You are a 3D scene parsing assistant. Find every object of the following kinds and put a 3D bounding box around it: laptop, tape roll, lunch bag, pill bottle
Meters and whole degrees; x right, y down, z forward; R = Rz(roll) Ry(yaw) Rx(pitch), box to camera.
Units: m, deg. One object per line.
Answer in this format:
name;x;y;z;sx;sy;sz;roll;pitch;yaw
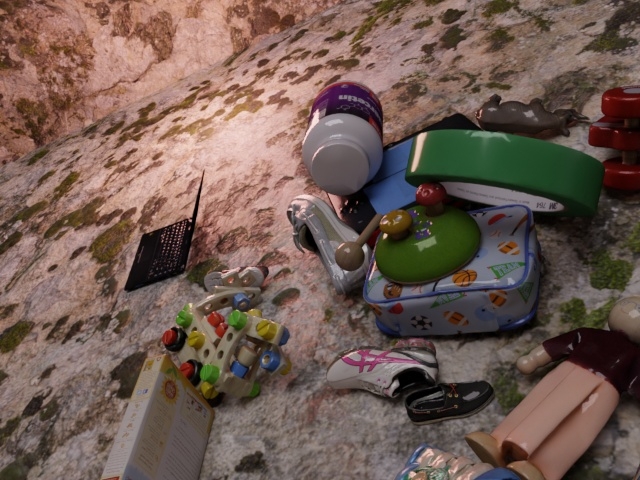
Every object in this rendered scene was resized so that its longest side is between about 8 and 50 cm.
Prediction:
laptop;-0.392;-0.029;1.520;0.264;0.136;0.234;-19;35;12
tape roll;0.309;-0.110;1.032;0.321;0.321;0.077;12;90;42
lunch bag;0.236;0.046;1.041;0.303;0.115;0.243;-8;37;27
pill bottle;0.055;-0.236;1.386;0.181;0.181;0.323;-16;31;15

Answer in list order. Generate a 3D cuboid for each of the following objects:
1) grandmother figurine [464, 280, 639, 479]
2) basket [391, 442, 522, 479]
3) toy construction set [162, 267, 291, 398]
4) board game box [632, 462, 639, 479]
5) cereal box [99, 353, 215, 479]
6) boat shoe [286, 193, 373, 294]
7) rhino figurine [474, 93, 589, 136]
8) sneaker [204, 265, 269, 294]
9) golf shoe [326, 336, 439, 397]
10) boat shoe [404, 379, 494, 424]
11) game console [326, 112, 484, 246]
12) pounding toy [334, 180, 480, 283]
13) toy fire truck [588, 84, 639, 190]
grandmother figurine;0.360;0.185;0.794;0.342;0.104;0.208;-42;46;-17
basket;0.148;0.363;0.608;0.255;0.201;0.289;-39;27;-18
toy construction set;-0.174;0.166;1.116;0.215;0.151;0.327;-52;27;6
board game box;0.467;0.232;0.559;0.275;0.142;0.144;24;57;28
cereal box;-0.248;0.325;0.940;0.047;0.173;0.240;-14;36;17
boat shoe;0.001;0.002;1.247;0.103;0.118;0.320;-31;42;-13
rhino figurine;0.463;-0.272;1.324;0.243;0.073;0.106;8;30;17
sneaker;-0.181;0.086;1.322;0.158;0.061;0.065;-7;12;24
golf shoe;0.094;0.211;0.953;0.186;0.067;0.086;-16;33;16
boat shoe;0.190;0.235;0.888;0.133;0.042;0.049;-19;33;9
game console;0.205;-0.150;1.357;0.387;0.060;0.342;-24;35;3
pounding toy;0.141;-0.028;1.010;0.237;0.110;0.183;1;39;38
toy fire truck;0.648;-0.203;1.068;0.302;0.169;0.254;11;31;40
